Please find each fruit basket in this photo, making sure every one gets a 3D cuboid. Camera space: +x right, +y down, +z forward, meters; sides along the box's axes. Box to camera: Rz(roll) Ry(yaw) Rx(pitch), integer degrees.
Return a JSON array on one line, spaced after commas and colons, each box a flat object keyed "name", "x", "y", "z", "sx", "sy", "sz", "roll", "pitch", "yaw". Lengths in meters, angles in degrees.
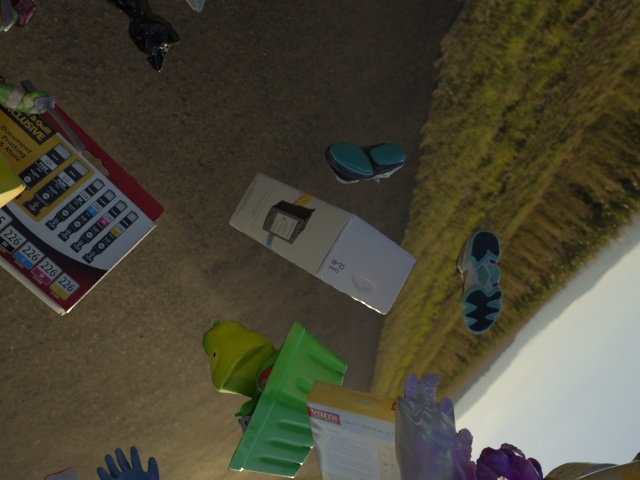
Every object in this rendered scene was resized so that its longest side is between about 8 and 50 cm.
[{"name": "fruit basket", "x": -0.157, "y": 0.358, "z": 1.357, "sx": 0.392, "sy": 0.392, "sz": 0.283, "roll": -61, "pitch": -178, "yaw": 37}]

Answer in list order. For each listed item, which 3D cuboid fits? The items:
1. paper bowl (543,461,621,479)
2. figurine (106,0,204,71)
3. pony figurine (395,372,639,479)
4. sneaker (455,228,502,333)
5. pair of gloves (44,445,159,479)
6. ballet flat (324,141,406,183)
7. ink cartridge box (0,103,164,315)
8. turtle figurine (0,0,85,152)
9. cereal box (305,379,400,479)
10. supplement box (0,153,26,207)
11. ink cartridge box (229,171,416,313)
[{"name": "paper bowl", "x": 0.531, "y": 0.553, "z": 0.994, "sx": 0.284, "sy": 0.284, "sz": 0.148, "roll": -34, "pitch": 177, "yaw": -31}, {"name": "figurine", "x": -0.236, "y": -0.386, "z": 0.782, "sx": 0.092, "sy": 0.209, "sz": 0.215, "roll": -24, "pitch": 173, "yaw": -46}, {"name": "pony figurine", "x": 0.220, "y": 0.348, "z": 0.624, "sx": 0.364, "sy": 0.303, "sz": 0.351, "roll": -25, "pitch": -153, "yaw": 36}, {"name": "sneaker", "x": 0.153, "y": 0.040, "z": 0.542, "sx": 0.069, "sy": 0.038, "sz": 0.098, "roll": 65, "pitch": 33, "yaw": -87}, {"name": "pair of gloves", "x": -0.347, "y": 0.402, "z": 0.871, "sx": 0.198, "sy": 0.159, "sz": 0.023, "roll": -6, "pitch": 118, "yaw": -35}, {"name": "ballet flat", "x": 0.066, "y": -0.123, "z": 0.915, "sx": 0.203, "sy": 0.074, "sz": 0.074, "roll": -15, "pitch": 145, "yaw": -48}, {"name": "ink cartridge box", "x": -0.446, "y": -0.079, "z": 0.922, "sx": 0.272, "sy": 0.309, "sz": 0.130, "roll": -52, "pitch": -164, "yaw": -26}, {"name": "turtle figurine", "x": -0.363, "y": -0.257, "z": 0.673, "sx": 0.198, "sy": 0.275, "sz": 0.266, "roll": 54, "pitch": 40, "yaw": -56}, {"name": "cereal box", "x": 0.076, "y": 0.328, "z": 0.856, "sx": 0.047, "sy": 0.173, "sz": 0.240, "roll": -57, "pitch": 148, "yaw": -48}, {"name": "supplement box", "x": -0.417, "y": -0.013, "z": 0.355, "sx": 0.357, "sy": 0.194, "sz": 0.195, "roll": -25, "pitch": -166, "yaw": 27}, {"name": "ink cartridge box", "x": 0.000, "y": 0.000, "z": 1.079, "sx": 0.226, "sy": 0.306, "sz": 0.131, "roll": 31, "pitch": 87, "yaw": -44}]
